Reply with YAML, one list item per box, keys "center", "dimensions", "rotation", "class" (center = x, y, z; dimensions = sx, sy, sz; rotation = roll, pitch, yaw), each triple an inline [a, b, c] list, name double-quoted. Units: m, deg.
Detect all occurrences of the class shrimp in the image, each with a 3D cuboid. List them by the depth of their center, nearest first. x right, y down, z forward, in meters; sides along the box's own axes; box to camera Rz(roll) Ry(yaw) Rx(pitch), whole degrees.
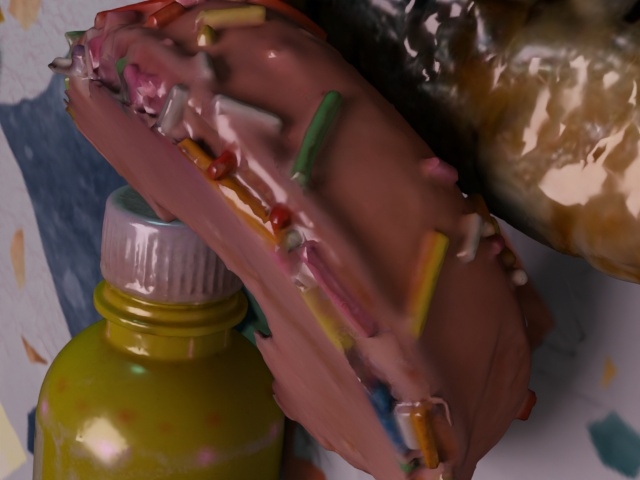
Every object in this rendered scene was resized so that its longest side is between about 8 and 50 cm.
- center: [0.078, -0.131, 0.530]
  dimensions: [0.365, 0.071, 0.233]
  rotation: [39, 117, 38]
  class: "shrimp"

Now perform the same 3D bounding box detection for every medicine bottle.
- center: [-0.077, 0.081, 0.710]
  dimensions: [0.122, 0.122, 0.212]
  rotation: [27, 118, 43]
  class: "medicine bottle"

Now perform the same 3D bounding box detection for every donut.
- center: [0.000, 0.000, 0.559]
  dimensions: [0.233, 0.085, 0.199]
  rotation: [56, 166, -19]
  class: "donut"
